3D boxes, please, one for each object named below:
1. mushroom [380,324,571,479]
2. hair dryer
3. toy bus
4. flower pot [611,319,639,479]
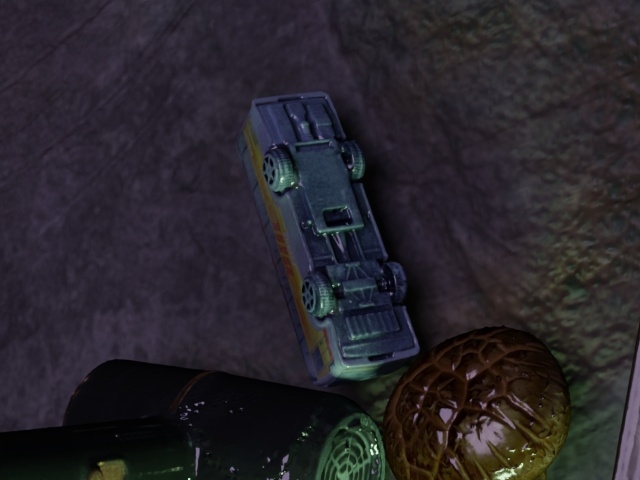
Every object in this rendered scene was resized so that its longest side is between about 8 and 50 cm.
[{"bbox_3d":[0.089,0.103,1.061,0.126,0.085,0.109,-21,71,38],"label":"mushroom"},{"bbox_3d":[-0.122,0.135,1.025,0.189,0.352,0.107,5,93,31],"label":"hair dryer"},{"bbox_3d":[0.000,0.000,1.142,0.075,0.064,0.190,-52,50,56],"label":"toy bus"},{"bbox_3d":[0.261,0.079,0.964,0.179,0.084,0.250,8,85,32],"label":"flower pot"}]
